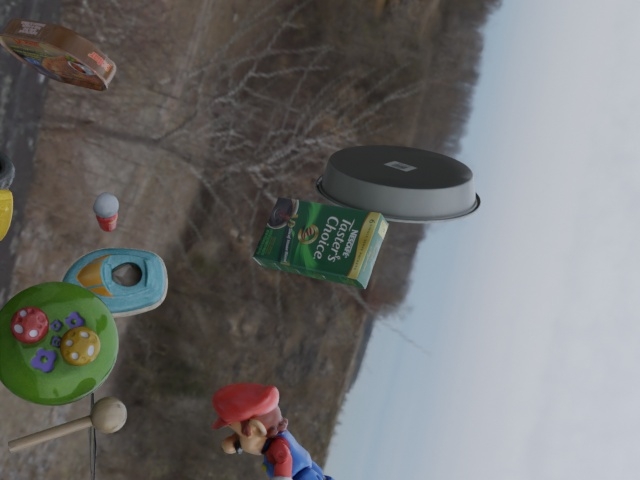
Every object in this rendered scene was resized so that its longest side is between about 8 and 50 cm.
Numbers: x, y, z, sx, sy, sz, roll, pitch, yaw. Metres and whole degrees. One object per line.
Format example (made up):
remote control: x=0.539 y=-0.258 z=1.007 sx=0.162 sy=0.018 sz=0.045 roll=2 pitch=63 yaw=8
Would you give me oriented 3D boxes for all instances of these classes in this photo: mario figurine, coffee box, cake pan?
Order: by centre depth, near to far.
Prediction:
coffee box: x=0.000 y=0.000 z=1.267 sx=0.040 sy=0.184 sz=0.113 roll=50 pitch=57 yaw=-55
cake pan: x=0.138 y=-0.106 z=1.473 sx=0.293 sy=0.293 sz=0.054 roll=-65 pitch=162 yaw=-66
mario figurine: x=-0.097 y=0.409 z=1.573 sx=0.170 sy=0.320 sz=0.198 roll=-40 pitch=180 yaw=-32

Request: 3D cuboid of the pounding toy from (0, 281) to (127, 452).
pounding toy: x=-0.372 y=0.166 z=1.196 sx=0.110 sy=0.183 sz=0.237 roll=140 pitch=-61 yaw=-68

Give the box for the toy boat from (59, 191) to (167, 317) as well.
toy boat: x=-0.535 y=0.040 z=2.153 sx=0.148 sy=0.267 sz=0.318 roll=113 pitch=-33 yaw=-62

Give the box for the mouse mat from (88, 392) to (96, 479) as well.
mouse mat: x=-0.433 y=0.374 z=1.601 sx=0.190 sy=0.007 sz=0.153 roll=-113 pitch=-151 yaw=-53

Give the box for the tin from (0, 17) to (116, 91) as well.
tin: x=-0.346 y=-0.245 z=1.106 sx=0.106 sy=0.189 sz=0.040 roll=36 pitch=76 yaw=-52

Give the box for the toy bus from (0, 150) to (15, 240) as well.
toy bus: x=-0.608 y=-0.104 z=1.323 sx=0.149 sy=0.211 sz=0.220 roll=-52 pitch=-124 yaw=48
